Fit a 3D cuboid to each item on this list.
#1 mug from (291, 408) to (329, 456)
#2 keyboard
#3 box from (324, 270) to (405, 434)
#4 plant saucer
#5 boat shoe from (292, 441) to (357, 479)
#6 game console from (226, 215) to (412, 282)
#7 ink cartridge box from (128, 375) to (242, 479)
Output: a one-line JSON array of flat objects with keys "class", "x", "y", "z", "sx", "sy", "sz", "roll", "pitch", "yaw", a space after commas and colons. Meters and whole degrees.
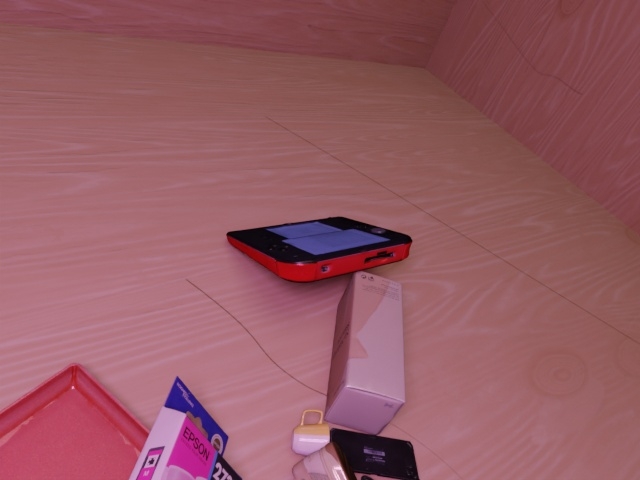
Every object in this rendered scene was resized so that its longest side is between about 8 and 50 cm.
[{"class": "mug", "x": -0.020, "y": 0.363, "z": 0.810, "sx": 0.064, "sy": 0.062, "sz": 0.078, "roll": 7, "pitch": 36, "yaw": -7}, {"class": "keyboard", "x": 0.100, "y": 0.422, "z": 0.828, "sx": 0.180, "sy": 0.023, "sz": 0.108, "roll": 14, "pitch": 34, "yaw": -11}, {"class": "box", "x": 0.099, "y": 0.230, "z": 0.946, "sx": 0.121, "sy": 0.148, "sz": 0.311, "roll": 18, "pitch": 38, "yaw": -6}, {"class": "plant saucer", "x": -0.395, "y": 0.349, "z": 0.645, "sx": 0.259, "sy": 0.048, "sz": 0.258, "roll": 36, "pitch": 41, "yaw": 13}, {"class": "boat shoe", "x": 0.050, "y": 0.484, "z": 0.685, "sx": 0.098, "sy": 0.109, "sz": 0.303, "roll": -29, "pitch": 62, "yaw": -2}, {"class": "game console", "x": 0.000, "y": 0.000, "z": 1.112, "sx": 0.386, "sy": 0.060, "sz": 0.341, "roll": -9, "pitch": 22, "yaw": -34}, {"class": "ink cartridge box", "x": -0.193, "y": 0.378, "z": 0.587, "sx": 0.069, "sy": 0.176, "sz": 0.371, "roll": -19, "pitch": 29, "yaw": 14}]
